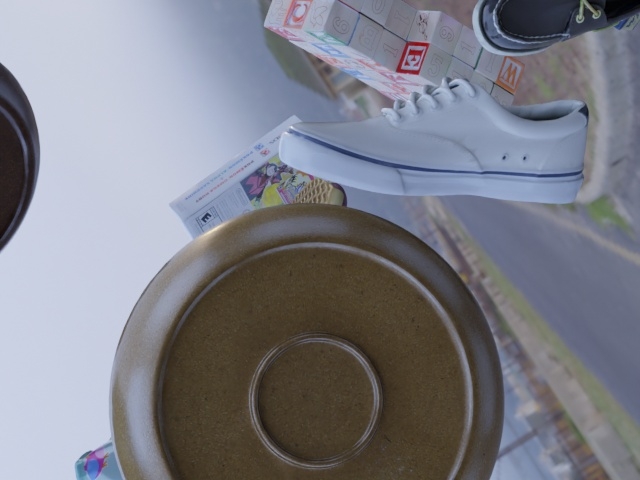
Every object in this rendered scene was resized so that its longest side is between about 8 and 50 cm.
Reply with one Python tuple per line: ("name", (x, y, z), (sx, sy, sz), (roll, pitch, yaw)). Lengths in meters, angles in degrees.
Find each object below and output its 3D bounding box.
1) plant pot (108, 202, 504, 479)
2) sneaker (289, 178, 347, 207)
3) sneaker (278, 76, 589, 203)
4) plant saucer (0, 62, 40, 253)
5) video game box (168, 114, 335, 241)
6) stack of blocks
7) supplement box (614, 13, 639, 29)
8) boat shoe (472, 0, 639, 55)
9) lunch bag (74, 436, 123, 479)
("plant pot", (-0.003, 0.092, 0.647), (0.236, 0.236, 0.032), (57, 169, 1))
("sneaker", (0.000, 0.000, 1.133), (0.084, 0.069, 0.185), (26, 152, -14))
("sneaker", (0.094, -0.087, 0.891), (0.094, 0.258, 0.091), (-135, 50, -65))
("plant saucer", (-0.424, -0.062, 1.207), (0.050, 0.310, 0.310), (27, 167, 34))
("video game box", (-0.063, -0.024, 1.358), (0.048, 0.187, 0.205), (48, 168, 42))
("stack of blocks", (0.098, -0.248, 1.430), (0.297, 0.087, 0.171), (23, 176, -38))
("supplement box", (0.320, -0.277, 1.229), (0.083, 0.056, 0.083), (40, -156, 15))
("boat shoe", (0.246, -0.233, 1.048), (0.069, 0.228, 0.081), (-2, 110, 63))
("lunch bag", (-0.077, 0.279, 1.073), (0.160, 0.223, 0.262), (-23, -87, -76))
